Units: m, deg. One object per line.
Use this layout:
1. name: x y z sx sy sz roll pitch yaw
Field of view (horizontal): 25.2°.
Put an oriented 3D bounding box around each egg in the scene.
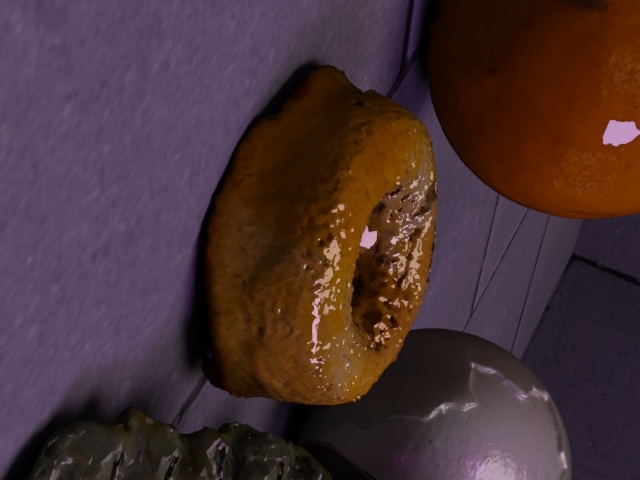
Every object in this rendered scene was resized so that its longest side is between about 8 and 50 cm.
1. egg: 0.109 0.225 1.417 0.278 0.278 0.336 -65 163 -10

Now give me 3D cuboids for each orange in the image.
1. orange: 0.243 -0.168 1.268 0.312 0.312 0.312 -59 164 -29

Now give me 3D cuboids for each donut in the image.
1. donut: 0.000 0.003 1.027 0.253 0.118 0.253 -39 135 -53

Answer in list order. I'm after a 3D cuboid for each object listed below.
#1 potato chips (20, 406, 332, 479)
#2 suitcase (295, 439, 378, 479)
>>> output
1. potato chips: -0.085 0.311 0.856 0.358 0.070 0.429 30 63 -35
2. suitcase: 0.044 0.372 1.084 0.283 0.434 0.194 -40 160 -35
